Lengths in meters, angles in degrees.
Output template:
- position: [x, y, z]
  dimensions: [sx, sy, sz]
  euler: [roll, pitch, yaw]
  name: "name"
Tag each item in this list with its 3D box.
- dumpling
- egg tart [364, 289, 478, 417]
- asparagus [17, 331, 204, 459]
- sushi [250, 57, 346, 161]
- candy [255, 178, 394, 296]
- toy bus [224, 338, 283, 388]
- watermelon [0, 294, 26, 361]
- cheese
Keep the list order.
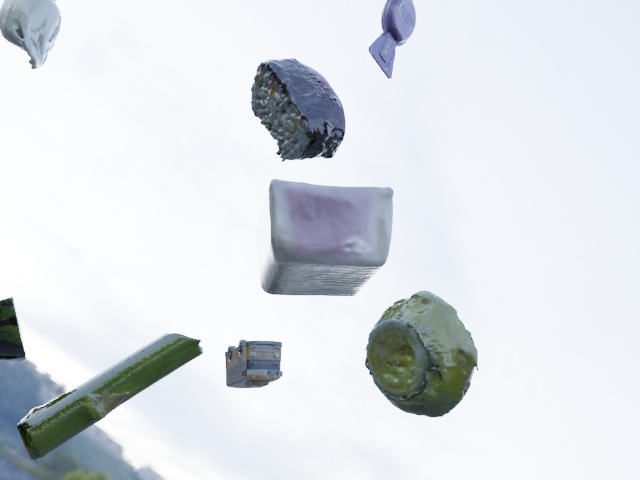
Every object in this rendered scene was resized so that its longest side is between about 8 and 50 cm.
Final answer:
- position: [-0.575, -0.431, 2.216]
  dimensions: [0.124, 0.228, 0.151]
  euler: [-14, -35, 9]
  name: "dumpling"
- position: [0.134, 0.173, 1.615]
  dimensions: [0.078, 0.197, 0.197]
  euler: [-7, 12, -44]
  name: "egg tart"
- position: [-0.290, 0.204, 1.522]
  dimensions: [0.060, 0.278, 0.067]
  euler: [61, -13, -15]
  name: "asparagus"
- position: [-0.046, -0.262, 2.184]
  dimensions: [0.136, 0.126, 0.225]
  euler: [-59, -136, 41]
  name: "sushi"
- position: [-0.002, 0.002, 1.913]
  dimensions: [0.208, 0.145, 0.358]
  euler: [3, -12, -7]
  name: "candy"
- position: [-0.149, 0.275, 2.437]
  dimensions: [0.091, 0.103, 0.182]
  euler: [4, -15, -20]
  name: "toy bus"
- position: [-0.475, 0.116, 1.650]
  dimensions: [0.125, 0.094, 0.135]
  euler: [32, -49, -13]
  name: "watermelon"
- position: [0.148, -0.425, 2.216]
  dimensions: [0.042, 0.191, 0.105]
  euler: [1, -33, 37]
  name: "cheese"
